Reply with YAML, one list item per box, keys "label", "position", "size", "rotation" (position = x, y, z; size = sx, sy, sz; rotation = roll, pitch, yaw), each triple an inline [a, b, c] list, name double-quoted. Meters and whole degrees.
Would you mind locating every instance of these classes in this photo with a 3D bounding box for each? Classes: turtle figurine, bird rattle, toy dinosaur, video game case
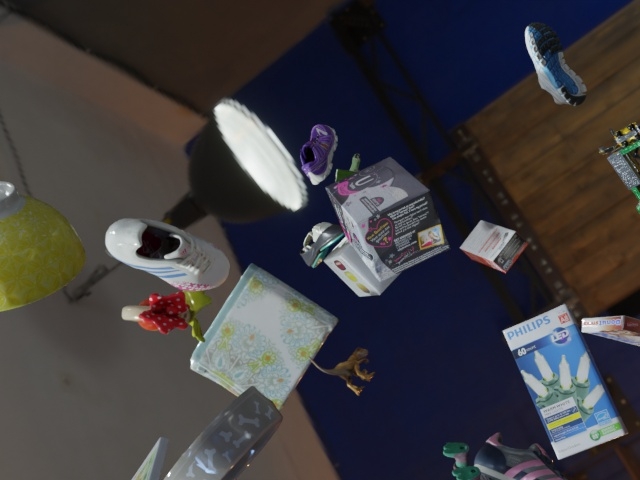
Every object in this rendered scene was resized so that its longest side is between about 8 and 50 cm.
- label: "turtle figurine"
  position: [0.307, 0.555, 2.058]
  size: [0.175, 0.118, 0.234]
  rotation: [39, 143, 52]
- label: "bird rattle"
  position: [-0.378, 0.185, 2.303]
  size: [0.253, 0.207, 0.143]
  rotation: [-4, -89, -68]
- label: "toy dinosaur"
  position: [0.056, 0.302, 2.218]
  size: [0.112, 0.064, 0.211]
  rotation: [36, -159, 23]
- label: "video game case"
  position: [-0.371, 0.522, 1.909]
  size: [0.023, 0.193, 0.212]
  rotation: [29, -155, -12]

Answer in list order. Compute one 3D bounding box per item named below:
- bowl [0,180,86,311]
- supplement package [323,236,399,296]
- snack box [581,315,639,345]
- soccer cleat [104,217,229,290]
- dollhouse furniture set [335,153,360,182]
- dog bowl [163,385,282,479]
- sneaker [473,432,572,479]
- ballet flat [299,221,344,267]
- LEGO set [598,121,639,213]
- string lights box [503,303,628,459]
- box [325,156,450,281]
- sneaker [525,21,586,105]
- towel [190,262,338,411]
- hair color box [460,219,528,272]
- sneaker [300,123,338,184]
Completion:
- label: "bowl"
  position: [-0.563, -0.010, 1.654]
  size: [0.289, 0.290, 0.156]
  rotation: [-87, -8, -64]
- label: "supplement package"
  position: [0.116, 0.043, 2.326]
  size: [0.139, 0.134, 0.244]
  rotation: [44, 171, -3]
- label: "snack box"
  position: [0.436, 0.127, 1.310]
  size: [0.178, 0.064, 0.022]
  rotation: [15, -106, -37]
- label: "soccer cleat"
  position: [-0.295, 0.036, 2.026]
  size: [0.331, 0.143, 0.116]
  rotation: [20, -107, -44]
- label: "dollhouse furniture set"
  position: [0.066, -0.167, 2.388]
  size: [0.059, 0.076, 0.151]
  rotation: [7, -162, -2]
- label: "dog bowl"
  position: [-0.224, 0.497, 2.255]
  size: [0.102, 0.348, 0.349]
  rotation: [42, -165, 10]
- label: "sneaker"
  position: [0.494, 0.516, 2.118]
  size: [0.319, 0.131, 0.112]
  rotation: [17, 152, 27]
- label: "ballet flat"
  position: [0.000, 0.000, 2.340]
  size: [0.074, 0.203, 0.074]
  rotation: [10, -119, -18]
- label: "LEGO set"
  position: [0.854, -0.178, 2.324]
  size: [0.331, 0.255, 0.192]
  rotation: [48, -140, -1]
- label: "string lights box"
  position: [0.461, 0.266, 1.816]
  size: [0.077, 0.133, 0.259]
  rotation: [23, -137, -66]
- label: "box"
  position: [0.128, -0.049, 1.933]
  size: [0.247, 0.163, 0.142]
  rotation: [-125, 11, -67]
- label: "sneaker"
  position: [0.460, -0.352, 1.959]
  size: [0.190, 0.071, 0.083]
  rotation: [59, 162, -12]
- label: "towel"
  position: [-0.176, 0.305, 2.895]
  size: [0.321, 0.374, 0.090]
  rotation: [33, -176, 2]
- label: "hair color box"
  position: [0.418, 0.013, 2.327]
  size: [0.053, 0.093, 0.167]
  rotation: [40, 176, -21]
- label: "sneaker"
  position: [-0.008, -0.201, 2.092]
  size: [0.071, 0.068, 0.170]
  rotation: [41, -145, -31]
